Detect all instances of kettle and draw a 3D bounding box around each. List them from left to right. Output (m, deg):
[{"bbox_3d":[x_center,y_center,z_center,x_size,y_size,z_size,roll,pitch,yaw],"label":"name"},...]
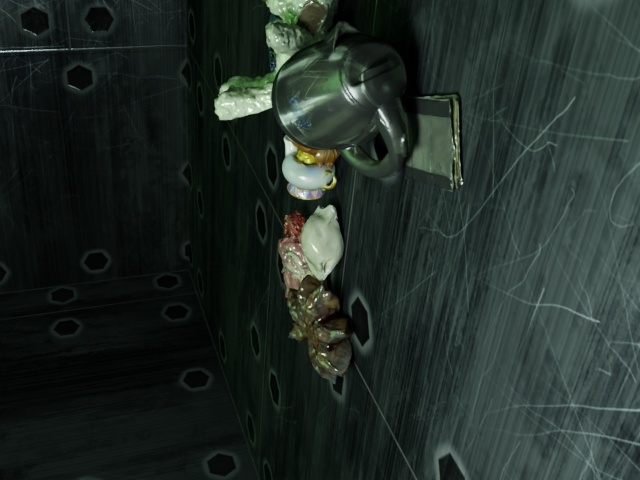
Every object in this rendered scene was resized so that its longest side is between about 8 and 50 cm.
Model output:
[{"bbox_3d":[0.070,-0.271,1.635,0.320,0.228,0.324,67,161,-9],"label":"kettle"}]

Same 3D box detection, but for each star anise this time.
[{"bbox_3d":[-0.006,0.237,2.156,0.315,0.108,0.315,32,130,49],"label":"star anise"}]

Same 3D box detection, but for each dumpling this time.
[{"bbox_3d":[0.000,0.000,2.084,0.136,0.118,0.199,-146,67,-64],"label":"dumpling"}]

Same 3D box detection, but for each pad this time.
[{"bbox_3d":[0.205,-0.190,1.529,0.233,0.022,0.174,-149,54,-69],"label":"pad"}]

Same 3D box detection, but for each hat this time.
[{"bbox_3d":[-0.062,0.059,2.292,0.237,0.107,0.286,6,109,55],"label":"hat"}]

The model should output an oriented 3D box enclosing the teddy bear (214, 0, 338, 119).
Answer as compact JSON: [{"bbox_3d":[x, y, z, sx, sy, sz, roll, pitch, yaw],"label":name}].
[{"bbox_3d":[-0.107,-0.517,1.908,0.327,0.375,0.362,-88,-16,-65],"label":"teddy bear"}]

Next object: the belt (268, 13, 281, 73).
[{"bbox_3d":[-0.103,-0.532,2.241,0.141,0.082,0.190,-140,47,-72],"label":"belt"}]

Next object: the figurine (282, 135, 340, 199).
[{"bbox_3d":[-0.020,-0.234,2.018,0.189,0.142,0.263,32,133,26],"label":"figurine"}]
